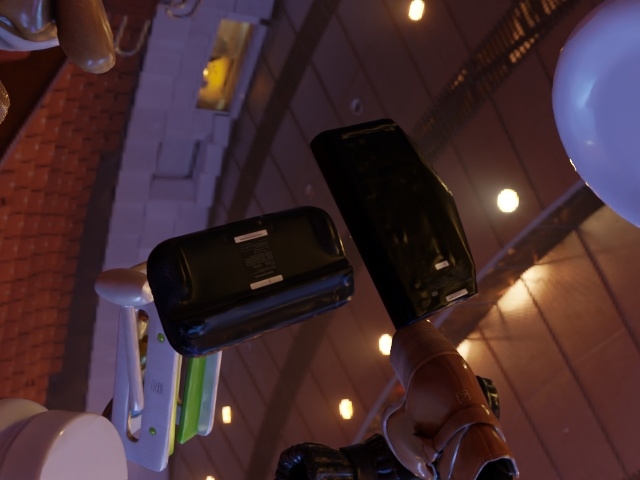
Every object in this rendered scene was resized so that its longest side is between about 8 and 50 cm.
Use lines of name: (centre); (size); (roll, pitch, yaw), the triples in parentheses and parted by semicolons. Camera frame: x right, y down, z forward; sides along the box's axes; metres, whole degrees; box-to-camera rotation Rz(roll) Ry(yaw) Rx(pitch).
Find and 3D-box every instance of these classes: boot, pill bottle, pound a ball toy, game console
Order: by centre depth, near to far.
pill bottle: (0.235, -0.107, 0.394); (0.131, 0.229, 0.131); (39, -29, 27)
pill bottle: (-0.244, 0.165, 0.527); (0.208, 0.119, 0.119); (-4, -97, 18)
game console: (0.000, 0.000, 0.758); (0.044, 0.361, 0.213); (-38, -108, 51)
boot: (0.161, 0.255, 0.935); (0.220, 0.109, 0.283); (-120, -158, -50)
pound a ball toy: (-0.244, 0.155, 1.084); (0.135, 0.208, 0.319); (17, -69, 23)
boot: (0.094, 0.326, 1.202); (0.131, 0.260, 0.348); (-103, -146, -55)

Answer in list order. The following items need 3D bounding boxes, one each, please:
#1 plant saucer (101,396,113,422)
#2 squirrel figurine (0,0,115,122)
plant saucer: (-0.347, 0.288, 1.431); (0.195, 0.037, 0.195); (-45, -168, 12)
squirrel figurine: (-0.434, -0.293, 0.779); (0.281, 0.370, 0.397); (-123, -163, -60)
